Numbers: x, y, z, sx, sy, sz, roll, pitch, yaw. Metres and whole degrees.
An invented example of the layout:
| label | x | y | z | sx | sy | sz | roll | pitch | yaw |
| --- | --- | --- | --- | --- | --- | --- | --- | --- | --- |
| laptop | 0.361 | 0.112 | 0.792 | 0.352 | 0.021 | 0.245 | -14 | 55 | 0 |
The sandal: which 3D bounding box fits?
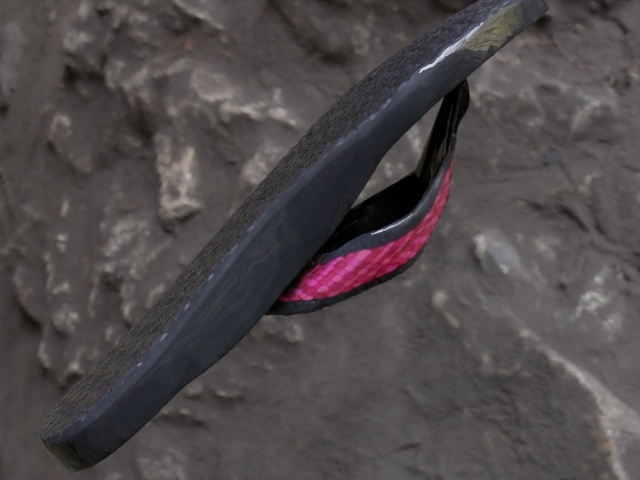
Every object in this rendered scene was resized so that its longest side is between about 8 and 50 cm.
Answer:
| label | x | y | z | sx | sy | sz | roll | pitch | yaw |
| --- | --- | --- | --- | --- | --- | --- | --- | --- | --- |
| sandal | 0.000 | 0.000 | 0.350 | 0.179 | 0.040 | 0.067 | -47 | 10 | -9 |
